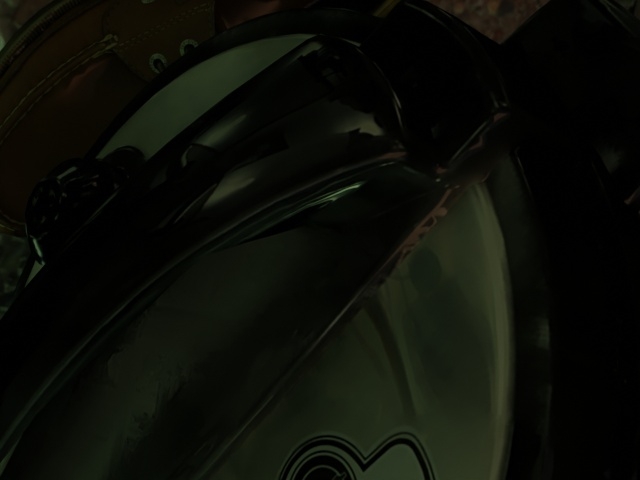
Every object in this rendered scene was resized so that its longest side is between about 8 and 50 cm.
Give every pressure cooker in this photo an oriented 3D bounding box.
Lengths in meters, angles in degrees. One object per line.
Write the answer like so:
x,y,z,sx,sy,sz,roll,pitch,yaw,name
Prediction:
0.030,0.098,0.518,0.420,0.375,0.369,22,75,-43,pressure cooker

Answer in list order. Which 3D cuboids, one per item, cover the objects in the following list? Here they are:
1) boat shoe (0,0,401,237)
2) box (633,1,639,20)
-0.074,-0.106,0.608,0.307,0.104,0.110,-41,126,-10,boat shoe
0.295,-0.119,0.791,0.072,0.126,0.137,42,56,-38,box
